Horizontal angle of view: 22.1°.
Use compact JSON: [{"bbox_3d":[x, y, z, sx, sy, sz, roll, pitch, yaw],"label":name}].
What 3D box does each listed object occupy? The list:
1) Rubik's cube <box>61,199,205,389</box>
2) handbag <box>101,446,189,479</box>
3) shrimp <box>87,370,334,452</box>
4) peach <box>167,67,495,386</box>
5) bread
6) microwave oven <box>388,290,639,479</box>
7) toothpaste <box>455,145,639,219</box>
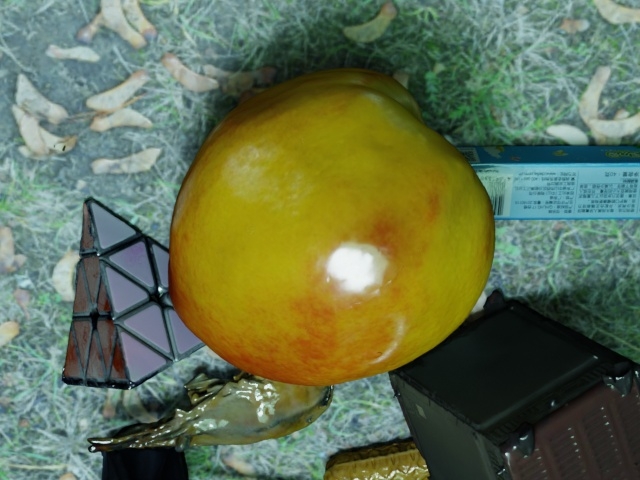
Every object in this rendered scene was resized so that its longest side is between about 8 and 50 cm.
[{"bbox_3d":[-0.143,0.095,1.622,0.178,0.190,0.211,-2,122,-22],"label":"Rubik's cube"},{"bbox_3d":[-0.181,0.392,1.659,0.118,0.269,0.326,5,105,-13],"label":"handbag"},{"bbox_3d":[-0.116,0.157,1.691,0.262,0.066,0.117,-6,98,-16],"label":"shrimp"},{"bbox_3d":[0.002,0.004,1.508,0.308,0.289,0.289,-43,111,9],"label":"peach"},{"bbox_3d":[0.080,0.241,1.747,0.157,0.052,0.044,-11,120,2],"label":"bread"},{"bbox_3d":[0.213,0.184,1.609,0.188,0.247,0.178,-31,116,-14],"label":"microwave oven"},{"bbox_3d":[0.247,-0.056,1.616,0.266,0.050,0.065,-1,115,-3],"label":"toothpaste"}]
